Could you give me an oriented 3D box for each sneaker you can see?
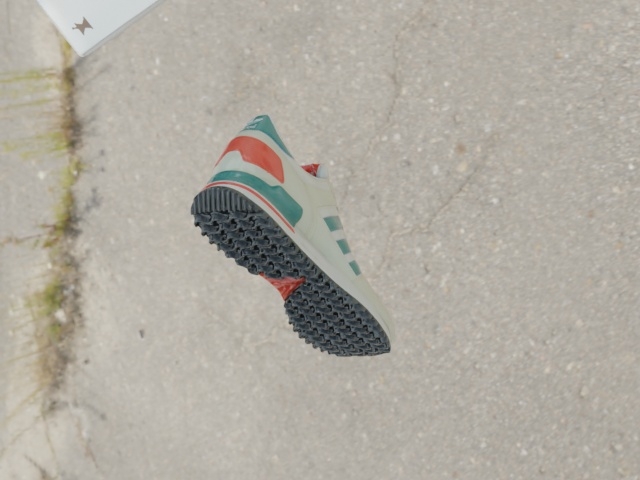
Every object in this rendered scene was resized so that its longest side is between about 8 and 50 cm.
[{"bbox_3d":[0.000,0.000,0.454,0.057,0.075,0.161,-9,138,36],"label":"sneaker"}]

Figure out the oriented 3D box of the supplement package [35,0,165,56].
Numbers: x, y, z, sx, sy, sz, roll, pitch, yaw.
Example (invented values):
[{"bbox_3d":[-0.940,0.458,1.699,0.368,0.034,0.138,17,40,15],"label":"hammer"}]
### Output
[{"bbox_3d":[-0.124,-0.304,0.657,0.175,0.293,0.177,-25,114,27],"label":"supplement package"}]
